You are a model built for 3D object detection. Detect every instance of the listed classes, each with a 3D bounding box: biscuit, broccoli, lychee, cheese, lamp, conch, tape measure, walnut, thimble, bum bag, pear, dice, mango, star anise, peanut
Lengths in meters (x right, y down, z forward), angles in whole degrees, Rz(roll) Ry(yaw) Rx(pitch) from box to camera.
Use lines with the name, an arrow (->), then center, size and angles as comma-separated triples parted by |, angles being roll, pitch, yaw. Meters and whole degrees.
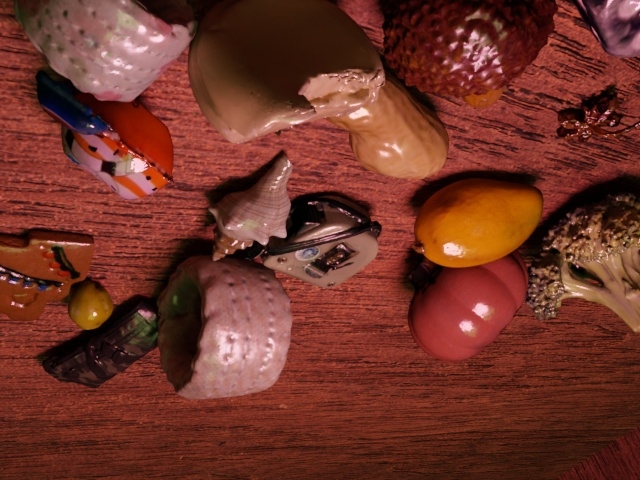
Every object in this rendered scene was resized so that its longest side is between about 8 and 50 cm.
biscuit -> -0.565, 0.059, 1.395 | 0.302, 0.043, 0.278 | -24, 143, 12
broccoli -> 0.617, 0.042, 1.606 | 0.375, 0.302, 0.249 | -30, 124, 1
lychee -> 0.202, -0.311, 1.039 | 0.236, 0.235, 0.271 | -1, 167, -19
cheese -> -0.046, -0.231, 1.008 | 0.266, 0.233, 0.127 | -26, 155, -28
lamp -> 0.310, 0.118, 1.632 | 0.305, 0.240, 0.305 | -51, 174, -8
conch -> -0.125, -0.036, 1.355 | 0.234, 0.114, 0.137 | -27, 115, 28
tape measure -> 0.000, 0.000, 1.468 | 0.207, 0.115, 0.235 | -37, 139, 30
walnut -> 0.283, -0.270, 1.265 | 0.091, 0.052, 0.121 | -23, 145, 5
thimble -> -0.276, -0.292, 0.931 | 0.149, 0.185, 0.211 | -37, 111, 24
thimble -> -0.202, 0.173, 1.496 | 0.195, 0.291, 0.291 | 5, 139, -31
bum bag -> -0.463, 0.245, 1.640 | 0.340, 0.095, 0.144 | -31, 126, 18
pear -> -0.464, 0.130, 1.487 | 0.092, 0.092, 0.097 | -9, 112, -10
cheese -> -0.308, -0.155, 1.059 | 0.129, 0.217, 0.329 | -54, 174, -5
dice -> 0.450, -0.391, 1.055 | 0.181, 0.182, 0.183 | -32, 143, 20
mango -> 0.320, -0.041, 1.488 | 0.317, 0.176, 0.119 | -15, 170, -16
star anise -> 0.544, -0.230, 1.393 | 0.191, 0.070, 0.097 | -19, 135, 25
peanut -> 0.105, -0.191, 1.233 | 0.148, 0.147, 0.319 | -34, 143, 23
